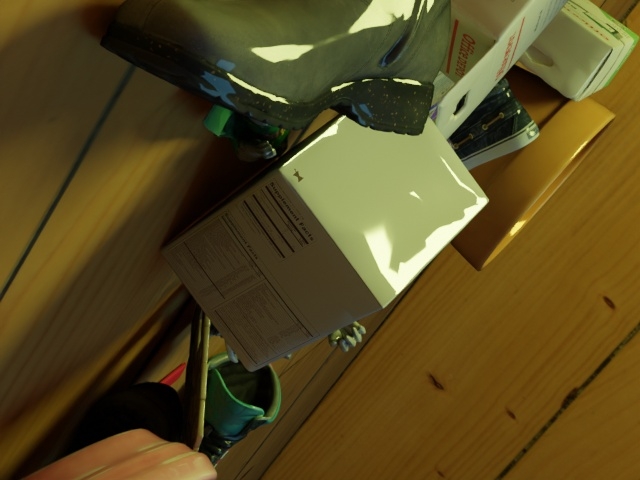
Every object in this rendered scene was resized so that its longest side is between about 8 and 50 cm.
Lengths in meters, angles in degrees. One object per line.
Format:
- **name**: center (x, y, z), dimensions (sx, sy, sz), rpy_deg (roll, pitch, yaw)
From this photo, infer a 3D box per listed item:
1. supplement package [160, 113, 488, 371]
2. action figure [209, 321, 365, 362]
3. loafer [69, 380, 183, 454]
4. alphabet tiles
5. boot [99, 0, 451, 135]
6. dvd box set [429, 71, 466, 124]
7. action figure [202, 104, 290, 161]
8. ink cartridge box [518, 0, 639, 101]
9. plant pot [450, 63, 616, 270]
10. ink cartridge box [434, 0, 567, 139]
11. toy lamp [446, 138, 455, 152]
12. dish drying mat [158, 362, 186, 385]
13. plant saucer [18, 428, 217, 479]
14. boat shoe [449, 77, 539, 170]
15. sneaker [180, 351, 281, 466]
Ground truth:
- **supplement package**: center (0.004, -0.013, 1.237), dimensions (0.203, 0.149, 0.194), rpy_deg (-30, -171, 48)
- **action figure**: center (-0.044, 0.074, 1.509), dimensions (0.164, 0.141, 0.276), rpy_deg (-17, 154, -19)
- **loafer**: center (-0.248, 0.308, 1.580), dimensions (0.366, 0.134, 0.130), rpy_deg (-55, 172, 28)
- **alphabet tiles**: center (-0.138, 0.156, 1.486), dimensions (0.237, 0.009, 0.198), rpy_deg (112, -19, -63)
- **boot**: center (0.006, -0.191, 0.863), dimensions (0.338, 0.118, 0.223), rpy_deg (-9, 124, -62)
- **dvd box set**: center (0.088, -0.109, 1.657), dimensions (0.307, 0.062, 0.420), rpy_deg (-38, 164, -47)
- **action figure**: center (-0.040, -0.111, 1.093), dimensions (0.137, 0.063, 0.232), rpy_deg (-51, 175, -10)
- **ink cartridge box**: center (0.336, -0.281, 1.861), dimensions (0.093, 0.160, 0.219), rpy_deg (-56, 170, 22)
- **plant pot**: center (0.247, -0.131, 1.914), dimensions (0.291, 0.203, 0.291), rpy_deg (-46, 171, -9)
- **ink cartridge box**: center (0.182, -0.268, 1.297), dimensions (0.353, 0.119, 0.207), rpy_deg (-49, 172, -6)
- **toy lamp**: center (0.112, -0.052, 1.570), dimensions (0.080, 0.080, 0.275), rpy_deg (-47, 167, -16)
- **dish drying mat**: center (-0.199, 0.183, 1.705), dimensions (0.083, 0.008, 0.032), rpy_deg (-37, 164, -54)
- **plant saucer**: center (-0.264, 0.280, 1.325), dimensions (0.332, 0.084, 0.332), rpy_deg (-30, 171, -5)
- **boat shoe**: center (0.172, -0.129, 1.614), dimensions (0.183, 0.083, 0.065), rpy_deg (-24, -171, 41)
- **sneaker**: center (-0.153, 0.262, 1.870), dimensions (0.295, 0.123, 0.178), rpy_deg (-53, 179, -32)
